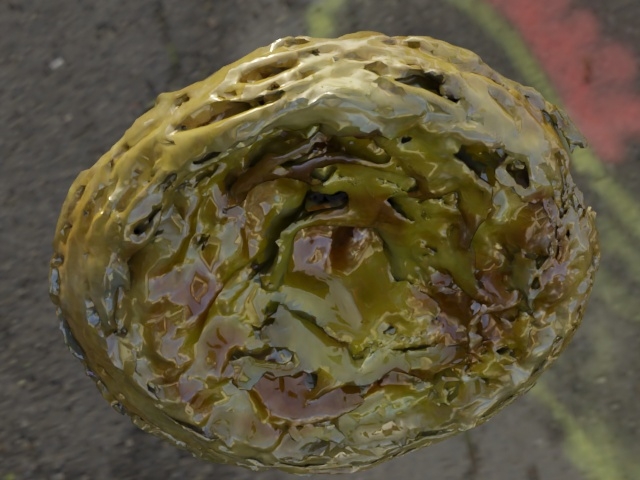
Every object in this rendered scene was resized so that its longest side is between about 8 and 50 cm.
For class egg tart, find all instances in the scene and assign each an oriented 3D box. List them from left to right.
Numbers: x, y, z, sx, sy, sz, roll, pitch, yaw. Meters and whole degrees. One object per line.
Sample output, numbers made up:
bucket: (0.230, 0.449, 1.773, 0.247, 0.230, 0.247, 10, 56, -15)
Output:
egg tart: (0.000, 0.000, 0.428, 0.129, 0.129, 0.049, 24, 30, -29)
